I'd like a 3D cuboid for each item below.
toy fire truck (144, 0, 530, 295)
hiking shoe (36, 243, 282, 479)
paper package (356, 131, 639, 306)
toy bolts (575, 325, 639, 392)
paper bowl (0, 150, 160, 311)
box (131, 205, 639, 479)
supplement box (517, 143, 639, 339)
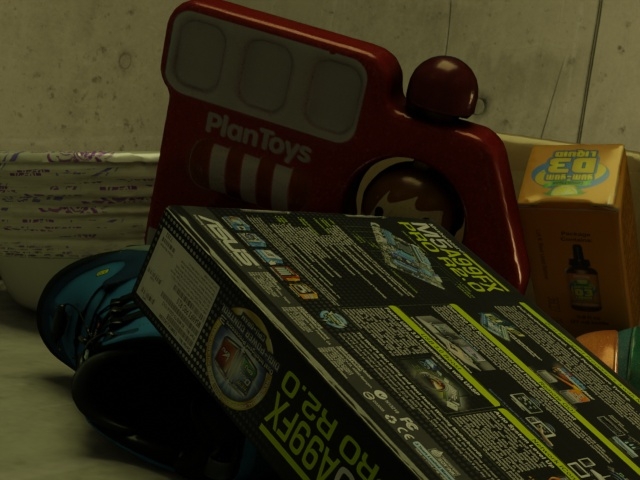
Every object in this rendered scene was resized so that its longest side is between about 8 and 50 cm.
[{"bbox_3d":[0.008,-0.026,0.846,0.302,0.253,0.169,19,22,18],"label":"toy fire truck"},{"bbox_3d":[-0.106,0.065,0.716,0.132,0.113,0.304,3,8,-44],"label":"hiking shoe"},{"bbox_3d":[0.163,-0.001,1.192,0.325,0.168,0.309,9,-8,13],"label":"paper package"},{"bbox_3d":[0.213,0.068,0.812,0.159,0.218,0.228,3,-14,18],"label":"toy bolts"},{"bbox_3d":[-0.191,-0.013,1.081,0.284,0.148,0.284,-1,5,0],"label":"paper bowl"},{"bbox_3d":[0.062,0.080,0.588,0.216,0.060,0.270,2,32,-45],"label":"box"},{"bbox_3d":[0.215,0.031,0.924,0.078,0.233,0.080,2,48,23],"label":"supplement box"}]
